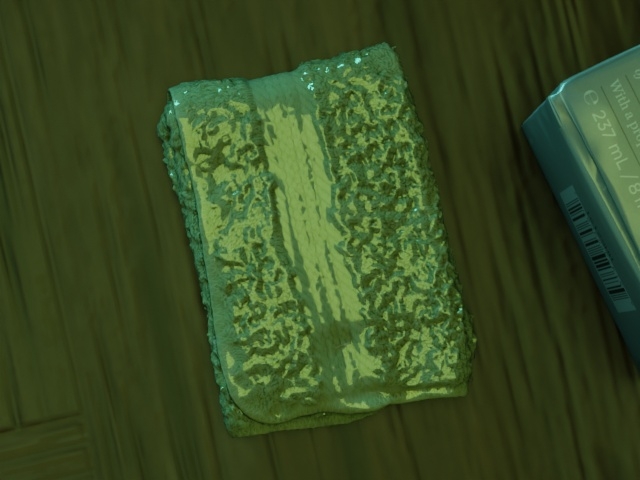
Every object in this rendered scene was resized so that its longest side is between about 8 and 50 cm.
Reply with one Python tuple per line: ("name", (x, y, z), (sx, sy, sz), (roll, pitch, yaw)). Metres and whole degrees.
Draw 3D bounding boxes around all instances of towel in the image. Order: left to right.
("towel", (0.000, 0.000, 0.722), (0.110, 0.027, 0.148), (-12, 88, -6))

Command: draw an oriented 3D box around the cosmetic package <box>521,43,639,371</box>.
("cosmetic package", (0.213, -0.047, 0.703), (0.238, 0.107, 0.127), (-27, 86, -2))
